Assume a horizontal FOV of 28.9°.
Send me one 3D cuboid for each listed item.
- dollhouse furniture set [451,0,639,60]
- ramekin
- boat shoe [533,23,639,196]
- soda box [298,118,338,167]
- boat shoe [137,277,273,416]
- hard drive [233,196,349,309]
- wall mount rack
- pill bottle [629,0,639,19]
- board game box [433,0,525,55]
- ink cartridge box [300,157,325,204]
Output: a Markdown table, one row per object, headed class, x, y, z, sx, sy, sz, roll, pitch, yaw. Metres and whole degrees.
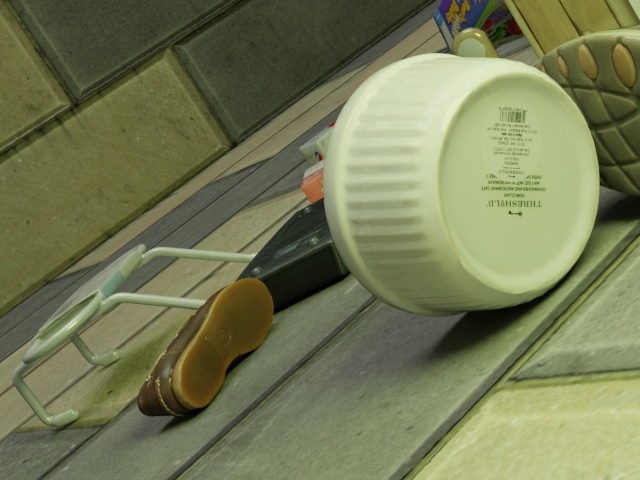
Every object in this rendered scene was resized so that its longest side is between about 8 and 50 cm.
| class | x | y | z | sx | sy | sz | roll | pitch | yaw |
| --- | --- | --- | --- | --- | --- | --- | --- | --- | --- |
| dollhouse furniture set | 0.208 | -0.150 | 1.214 | 0.303 | 0.174 | 0.355 | -26 | 12 | 35 |
| ramekin | 0.115 | -0.042 | 0.943 | 0.207 | 0.207 | 0.109 | -39 | 21 | -27 |
| boat shoe | 0.306 | -0.109 | 0.912 | 0.130 | 0.132 | 0.355 | -23 | 17 | -30 |
| soda box | 0.073 | -0.181 | 2.008 | 0.216 | 0.074 | 0.069 | -38 | 12 | -23 |
| boat shoe | -0.120 | 0.108 | 1.281 | 0.073 | 0.073 | 0.207 | -23 | 14 | 35 |
| hard drive | 0.000 | 0.000 | 1.466 | 0.172 | 0.054 | 0.255 | -27 | 12 | 27 |
| wall mount rack | -0.221 | 0.087 | 1.560 | 0.304 | 0.130 | 0.350 | -34 | 10 | 14 |
| pill bottle | 0.379 | -0.291 | 1.518 | 0.108 | 0.108 | 0.180 | -33 | 11 | 0 |
| board game box | 0.345 | -0.375 | 1.691 | 0.347 | 0.078 | 0.233 | -22 | -10 | -10 |
| ink cartridge box | 0.074 | -0.111 | 1.715 | 0.198 | 0.067 | 0.115 | -33 | 11 | 11 |
